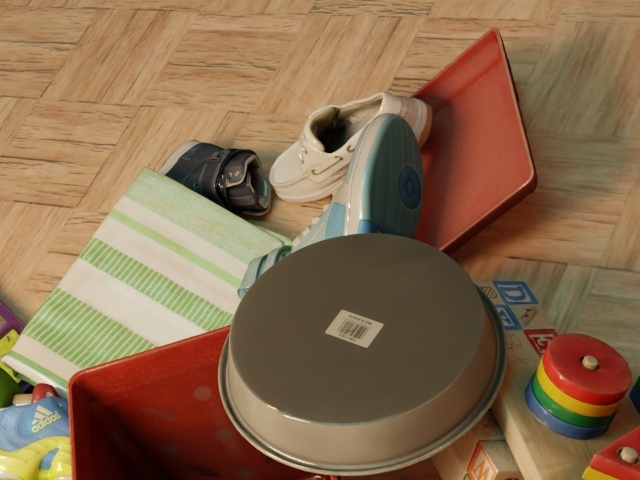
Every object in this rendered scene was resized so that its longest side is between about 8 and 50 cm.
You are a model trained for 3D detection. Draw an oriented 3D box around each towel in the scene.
[{"bbox_3d":[-0.211,0.081,2.044,0.248,0.038,0.325,27,67,17],"label":"towel"}]

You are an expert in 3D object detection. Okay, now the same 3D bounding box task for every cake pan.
[{"bbox_3d":[0.038,0.101,1.635,0.293,0.054,0.293,-6,45,6],"label":"cake pan"}]

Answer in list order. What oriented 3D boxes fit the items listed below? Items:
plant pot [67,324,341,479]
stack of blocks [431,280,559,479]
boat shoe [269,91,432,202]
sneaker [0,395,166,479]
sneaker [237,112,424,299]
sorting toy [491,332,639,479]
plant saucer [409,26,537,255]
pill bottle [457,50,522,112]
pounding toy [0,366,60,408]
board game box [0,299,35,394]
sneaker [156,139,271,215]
[{"bbox_3d":[-0.092,0.270,1.723,0.267,0.236,0.267,-17,44,6],"label":"plant pot"},{"bbox_3d":[0.187,0.166,1.727,0.171,0.087,0.297,1,37,-23],"label":"stack of blocks"},{"bbox_3d":[0.016,-0.130,2.090,0.277,0.096,0.098,-25,48,43],"label":"boat shoe"},{"bbox_3d":[-0.267,0.236,1.877,0.091,0.240,0.126,-50,37,48],"label":"sneaker"},{"bbox_3d":[0.000,0.000,1.964,0.208,0.127,0.319,-1,68,38],"label":"sneaker"},{"bbox_3d":[0.320,0.194,1.588,0.255,0.089,0.257,3,38,-22],"label":"sorting toy"},{"bbox_3d":[0.158,-0.090,2.000,0.258,0.047,0.259,-39,41,31],"label":"plant saucer"},{"bbox_3d":[0.214,-0.178,2.101,0.078,0.078,0.137,-18,45,12],"label":"pill bottle"},{"bbox_3d":[-0.366,0.249,1.940,0.110,0.183,0.237,-3,35,12],"label":"pounding toy"},{"bbox_3d":[-0.495,0.158,2.191,0.208,0.056,0.347,-38,43,-15],"label":"board game box"},{"bbox_3d":[-0.165,-0.041,2.169,0.163,0.086,0.226,12,56,39],"label":"sneaker"}]
